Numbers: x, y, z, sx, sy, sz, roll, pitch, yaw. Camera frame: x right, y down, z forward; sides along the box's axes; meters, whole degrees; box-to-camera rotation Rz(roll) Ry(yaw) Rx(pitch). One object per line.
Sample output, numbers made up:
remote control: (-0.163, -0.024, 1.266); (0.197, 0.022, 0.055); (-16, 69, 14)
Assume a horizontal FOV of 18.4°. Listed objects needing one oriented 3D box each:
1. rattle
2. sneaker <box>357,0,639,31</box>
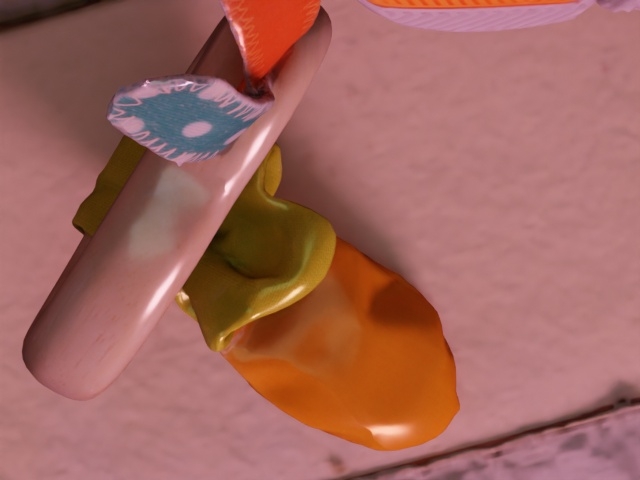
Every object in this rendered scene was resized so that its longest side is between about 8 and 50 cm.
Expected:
rattle: (0.000, 0.000, 0.537); (0.143, 0.200, 0.130); (46, 56, 0)
sneaker: (0.127, -0.158, 0.524); (0.321, 0.124, 0.180); (-3, 70, -33)
